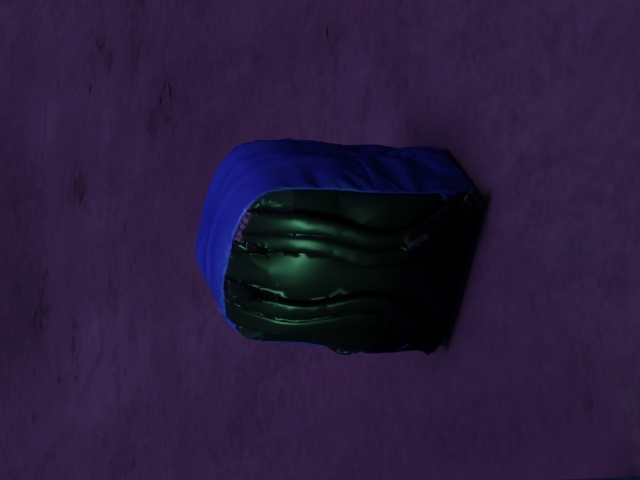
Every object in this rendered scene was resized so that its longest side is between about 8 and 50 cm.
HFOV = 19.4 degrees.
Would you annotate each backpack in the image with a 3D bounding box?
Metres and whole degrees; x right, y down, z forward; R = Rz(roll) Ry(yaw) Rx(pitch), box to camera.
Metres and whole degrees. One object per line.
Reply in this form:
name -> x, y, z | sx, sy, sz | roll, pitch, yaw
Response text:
backpack -> 0.000, 0.000, 0.898 | 0.101, 0.120, 0.098 | -129, 44, -57

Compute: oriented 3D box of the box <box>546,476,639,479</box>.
box -> 0.108, 0.222, 0.712 | 0.100, 0.060, 0.244 | 122, 142, -52
